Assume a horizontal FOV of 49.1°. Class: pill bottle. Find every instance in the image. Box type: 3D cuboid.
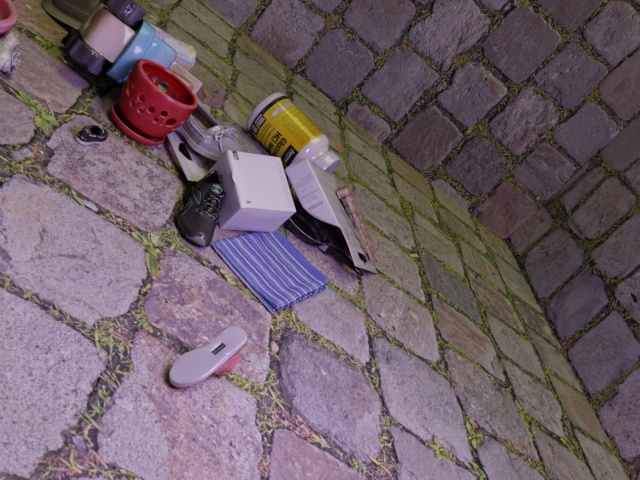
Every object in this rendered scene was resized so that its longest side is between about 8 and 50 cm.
[{"bbox_3d":[-0.092,-0.356,2.514,0.334,0.188,0.188,46,21,9],"label":"pill bottle"}]

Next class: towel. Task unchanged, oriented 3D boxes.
[{"bbox_3d":[-0.121,0.065,1.857,0.243,0.040,0.336,46,21,11],"label":"towel"}]

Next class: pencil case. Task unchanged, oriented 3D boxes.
[{"bbox_3d":[-0.555,-0.667,2.387,0.124,0.114,0.273,11,-6,42],"label":"pencil case"}]

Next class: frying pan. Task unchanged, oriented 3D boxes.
[{"bbox_3d":[0.000,-0.014,2.207,0.326,0.053,0.197,39,21,-14],"label":"frying pan"}]

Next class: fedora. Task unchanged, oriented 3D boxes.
[{"bbox_3d":[-0.729,-0.756,2.208,0.243,0.124,0.275,30,23,-3],"label":"fedora"}]

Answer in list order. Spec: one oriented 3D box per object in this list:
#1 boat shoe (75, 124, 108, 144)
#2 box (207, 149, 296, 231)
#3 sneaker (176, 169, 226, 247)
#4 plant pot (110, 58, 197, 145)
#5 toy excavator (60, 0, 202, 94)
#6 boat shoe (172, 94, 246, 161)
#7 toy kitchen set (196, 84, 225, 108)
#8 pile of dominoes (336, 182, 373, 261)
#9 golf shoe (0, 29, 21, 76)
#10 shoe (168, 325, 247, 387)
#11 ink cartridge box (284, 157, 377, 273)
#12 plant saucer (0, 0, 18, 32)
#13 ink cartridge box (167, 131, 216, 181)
[{"bbox_3d":[-0.555,-0.265,1.725,0.046,0.038,0.125,44,21,3],"label":"boat shoe"},{"bbox_3d":[-0.188,-0.130,1.893,0.181,0.119,0.181,3,60,-39],"label":"box"},{"bbox_3d":[-0.293,-0.087,1.755,0.101,0.106,0.267,33,24,-27],"label":"sneaker"},{"bbox_3d":[-0.456,-0.363,1.901,0.191,0.174,0.191,35,22,-16],"label":"plant pot"},{"bbox_3d":[-0.517,-0.532,2.090,0.445,0.222,0.433,37,6,-33],"label":"toy excavator"},{"bbox_3d":[-0.326,-0.321,1.986,0.320,0.103,0.118,41,28,25],"label":"boat shoe"},{"bbox_3d":[-0.386,-0.524,2.488,0.083,0.068,0.075,14,35,-52],"label":"toy kitchen set"},{"bbox_3d":[0.119,-0.062,2.366,0.196,0.040,0.251,-67,136,-75],"label":"pile of dominoes"},{"bbox_3d":[-0.778,-0.470,1.696,0.086,0.069,0.176,14,31,-36],"label":"golf shoe"},{"bbox_3d":[-0.213,0.237,1.330,0.063,0.081,0.178,37,47,21],"label":"shoe"},{"bbox_3d":[0.043,-0.059,2.288,0.385,0.091,0.308,67,13,14],"label":"ink cartridge box"},{"bbox_3d":[-0.893,-0.579,1.651,0.332,0.084,0.332,32,24,-16],"label":"plant saucer"},{"bbox_3d":[-0.327,-0.225,2.028,0.238,0.060,0.275,5,41,-38],"label":"ink cartridge box"}]
